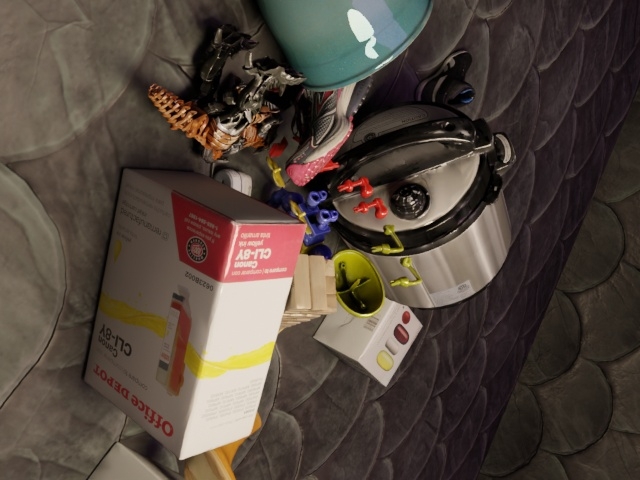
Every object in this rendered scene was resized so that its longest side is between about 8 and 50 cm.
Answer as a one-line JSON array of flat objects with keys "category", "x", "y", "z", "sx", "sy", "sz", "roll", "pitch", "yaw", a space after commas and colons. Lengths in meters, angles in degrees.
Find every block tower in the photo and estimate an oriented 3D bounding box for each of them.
[{"category": "block tower", "x": -0.091, "y": 0.108, "z": 1.226, "sx": 0.091, "sy": 0.335, "sz": 0.097, "roll": 6, "pitch": 74, "yaw": -31}]

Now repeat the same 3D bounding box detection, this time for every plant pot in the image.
[{"category": "plant pot", "x": 0.004, "y": -0.429, "z": 1.120, "sx": 0.271, "sy": 0.272, "sz": 0.255, "roll": -55, "pitch": 129, "yaw": -15}]

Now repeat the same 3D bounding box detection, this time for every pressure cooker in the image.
[{"category": "pressure cooker", "x": 0.209, "y": -0.088, "z": 1.471, "sx": 0.370, "sy": 0.375, "sz": 0.420, "roll": -53, "pitch": 144, "yaw": -13}]

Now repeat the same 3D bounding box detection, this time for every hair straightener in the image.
[{"category": "hair straightener", "x": -0.017, "y": -0.302, "z": 1.344, "sx": 0.230, "sy": 0.047, "sz": 0.089, "roll": -41, "pitch": 139, "yaw": -37}]

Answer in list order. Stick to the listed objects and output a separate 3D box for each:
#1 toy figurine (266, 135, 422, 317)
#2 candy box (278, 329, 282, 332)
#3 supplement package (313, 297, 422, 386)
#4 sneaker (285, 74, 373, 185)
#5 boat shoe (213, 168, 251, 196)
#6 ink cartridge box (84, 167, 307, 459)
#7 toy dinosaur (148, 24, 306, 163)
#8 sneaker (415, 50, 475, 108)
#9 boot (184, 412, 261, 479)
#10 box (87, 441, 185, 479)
[{"category": "toy figurine", "x": 0.000, "y": 0.000, "z": 1.316, "sx": 0.191, "sy": 0.362, "sz": 0.217, "roll": -22, "pitch": 166, "yaw": -35}, {"category": "candy box", "x": -0.087, "y": 0.098, "z": 1.473, "sx": 0.109, "sy": 0.053, "sz": 0.186, "roll": -37, "pitch": 135, "yaw": -34}, {"category": "supplement package", "x": 0.124, "y": 0.228, "z": 1.743, "sx": 0.194, "sy": 0.149, "sz": 0.203, "roll": -57, "pitch": 143, "yaw": -12}, {"category": "sneaker", "x": -0.007, "y": -0.217, "z": 1.221, "sx": 0.121, "sy": 0.112, "sz": 0.299, "roll": -43, "pitch": -160, "yaw": 48}, {"category": "boat shoe", "x": -0.167, "y": -0.017, "z": 1.271, "sx": 0.076, "sy": 0.083, "sz": 0.226, "roll": 0, "pitch": 109, "yaw": -52}, {"category": "ink cartridge box", "x": -0.213, "y": 0.107, "z": 1.112, "sx": 0.160, "sy": 0.279, "sz": 0.384, "roll": -3, "pitch": 112, "yaw": -51}, {"category": "toy dinosaur", "x": -0.147, "y": -0.214, "z": 1.126, "sx": 0.218, "sy": 0.164, "sz": 0.322, "roll": -57, "pitch": 178, "yaw": 19}, {"category": "sneaker", "x": 0.341, "y": -0.383, "z": 1.687, "sx": 0.217, "sy": 0.121, "sz": 0.079, "roll": -44, "pitch": 141, "yaw": -28}, {"category": "boot", "x": -0.177, "y": 0.384, "z": 1.320, "sx": 0.211, "sy": 0.295, "sz": 0.104, "roll": -1, "pitch": 131, "yaw": -54}, {"category": "box", "x": -0.290, "y": 0.563, "z": 1.342, "sx": 0.168, "sy": 0.215, "sz": 0.345, "roll": -54, "pitch": 143, "yaw": -15}]
